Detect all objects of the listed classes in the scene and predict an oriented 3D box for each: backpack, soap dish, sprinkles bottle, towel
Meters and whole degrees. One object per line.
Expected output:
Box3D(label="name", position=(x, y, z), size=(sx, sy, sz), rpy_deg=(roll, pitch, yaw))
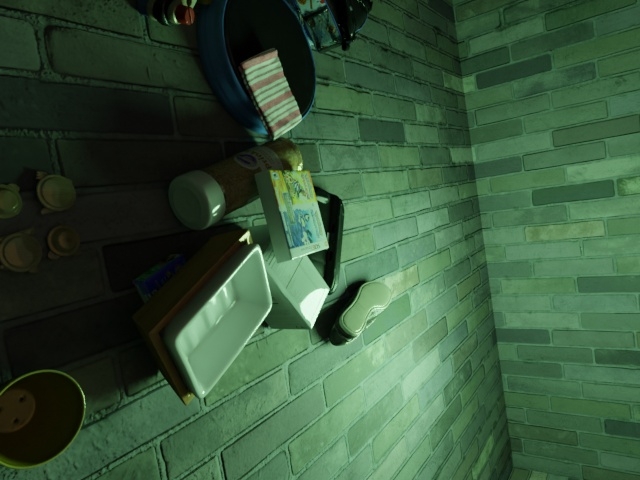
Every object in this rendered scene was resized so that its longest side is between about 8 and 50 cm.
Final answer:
Box3D(label="backpack", position=(0.009, -0.714, 1.349), size=(0.263, 0.213, 0.276), rpy_deg=(64, 33, -38))
Box3D(label="soap dish", position=(-0.224, 0.142, 0.924), size=(0.290, 0.118, 0.228), rpy_deg=(-52, 149, -39))
Box3D(label="sprinkles bottle", position=(-0.183, -0.144, 1.078), size=(0.355, 0.121, 0.121), rpy_deg=(-39, 116, -50))
Box3D(label="towel", position=(-0.117, -0.362, 1.147), size=(0.144, 0.029, 0.196), rpy_deg=(-50, 124, -44))

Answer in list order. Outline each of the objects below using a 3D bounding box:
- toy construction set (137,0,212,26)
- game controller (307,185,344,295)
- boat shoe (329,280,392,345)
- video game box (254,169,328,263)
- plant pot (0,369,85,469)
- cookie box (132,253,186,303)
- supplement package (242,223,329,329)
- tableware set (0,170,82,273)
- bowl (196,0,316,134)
Box3D(label="toy construction set", position=(-0.239, -0.597, 0.934), size=(0.237, 0.309, 0.257), rpy_deg=(-56, 137, -48))
Box3D(label="game controller", position=(0.000, 0.000, 1.376), size=(0.167, 0.067, 0.318), rpy_deg=(18, 70, -37))
Box3D(label="boat shoe", position=(0.126, 0.229, 1.497), size=(0.112, 0.095, 0.335), rpy_deg=(46, 34, 8))
Box3D(label="video game box", position=(-0.061, -0.062, 1.077), size=(0.187, 0.048, 0.205), rpy_deg=(-17, 93, -64))
Box3D(label="plant pot", position=(-0.440, 0.257, 0.687), size=(0.134, 0.095, 0.134), rpy_deg=(10, 78, -53))
Box3D(label="cookie box", position=(-0.310, 0.091, 0.936), size=(0.107, 0.040, 0.091), rpy_deg=(-45, 122, -48))
Box3D(label="supplement package", position=(-0.107, 0.091, 1.136), size=(0.244, 0.134, 0.139), rpy_deg=(58, 42, -32))
Box3D(label="tableware set", position=(-0.465, -0.031, 0.759), size=(0.141, 0.020, 0.168), rpy_deg=(-16, 97, -56))
Box3D(label="bowl", position=(-0.145, -0.479, 1.215), size=(0.391, 0.077, 0.390), rpy_deg=(11, 76, -53))
